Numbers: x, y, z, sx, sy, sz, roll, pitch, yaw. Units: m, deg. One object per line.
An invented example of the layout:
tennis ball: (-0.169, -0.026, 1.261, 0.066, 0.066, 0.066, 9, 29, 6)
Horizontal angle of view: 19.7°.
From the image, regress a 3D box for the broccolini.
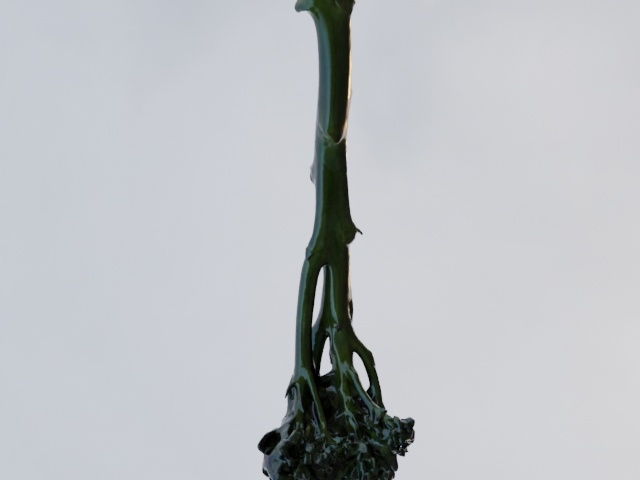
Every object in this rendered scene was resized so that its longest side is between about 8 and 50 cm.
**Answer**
broccolini: (0.000, 0.000, 0.636, 0.054, 0.052, 0.194, -5, -80, -3)
